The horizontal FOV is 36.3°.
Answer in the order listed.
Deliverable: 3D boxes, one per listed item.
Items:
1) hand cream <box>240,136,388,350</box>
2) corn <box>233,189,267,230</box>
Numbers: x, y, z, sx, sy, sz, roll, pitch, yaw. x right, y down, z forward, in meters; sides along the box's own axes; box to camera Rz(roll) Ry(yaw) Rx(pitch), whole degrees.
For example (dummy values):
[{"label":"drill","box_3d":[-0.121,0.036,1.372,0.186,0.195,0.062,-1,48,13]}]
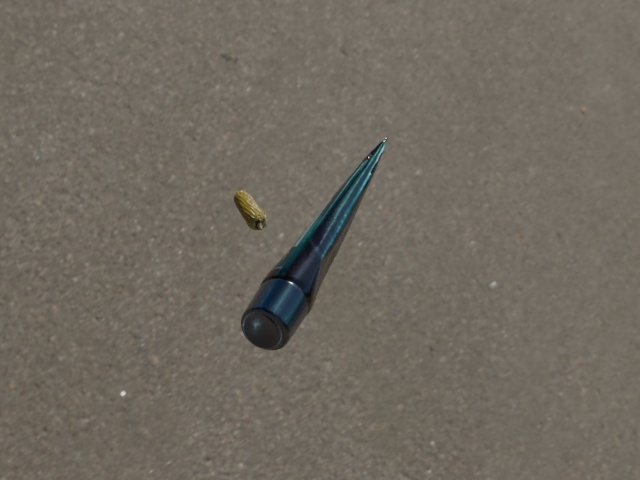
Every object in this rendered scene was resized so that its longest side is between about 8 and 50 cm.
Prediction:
[{"label":"hand cream","box_3d":[0.000,0.000,1.098,0.061,0.120,0.270,30,57,3]},{"label":"corn","box_3d":[-0.091,-0.039,1.279,0.028,0.027,0.083,-13,38,-19]}]
